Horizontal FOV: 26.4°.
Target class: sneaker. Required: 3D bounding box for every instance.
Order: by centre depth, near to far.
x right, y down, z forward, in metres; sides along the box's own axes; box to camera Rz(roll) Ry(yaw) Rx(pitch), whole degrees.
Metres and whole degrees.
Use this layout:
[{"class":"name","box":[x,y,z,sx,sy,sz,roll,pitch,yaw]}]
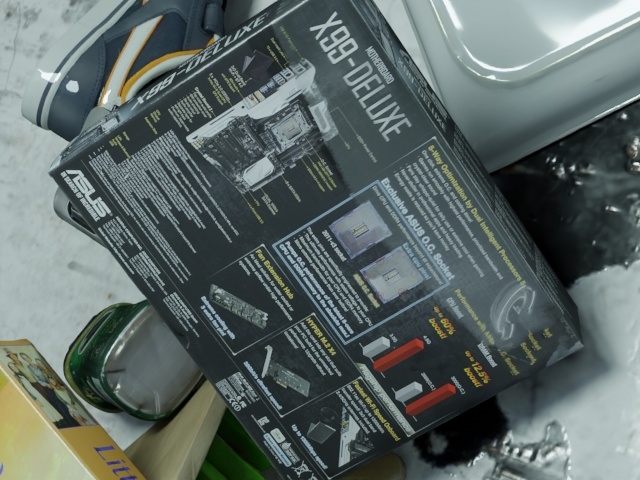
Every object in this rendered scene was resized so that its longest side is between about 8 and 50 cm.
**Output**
[{"class":"sneaker","box":[-0.139,-0.201,1.283,0.127,0.126,0.321,29,63,5]}]

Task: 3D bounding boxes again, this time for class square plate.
[{"class":"square plate","box":[0.184,-0.269,1.005,0.344,0.049,0.347,-26,81,28]}]

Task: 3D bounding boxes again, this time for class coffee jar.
[{"class":"coffee jar","box":[-0.156,0.098,1.138,0.096,0.079,0.184,-53,14,-16]}]

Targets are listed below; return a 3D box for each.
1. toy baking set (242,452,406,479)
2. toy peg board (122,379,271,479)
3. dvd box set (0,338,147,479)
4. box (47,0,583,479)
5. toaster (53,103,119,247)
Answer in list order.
[{"class":"toy baking set","box":[-0.028,0.160,1.091,0.197,0.030,0.256,-26,62,21]},{"class":"toy peg board","box":[-0.112,0.201,1.032,0.161,0.079,0.161,-41,12,26]},{"class":"dvd box set","box":[-0.175,0.318,0.912,0.420,0.062,0.307,46,104,20]},{"class":"box","box":[0.000,0.000,0.951,0.242,0.307,0.076,-32,15,17]},{"class":"toaster","box":[-0.109,-0.019,1.148,0.168,0.186,0.110,31,94,35]}]
